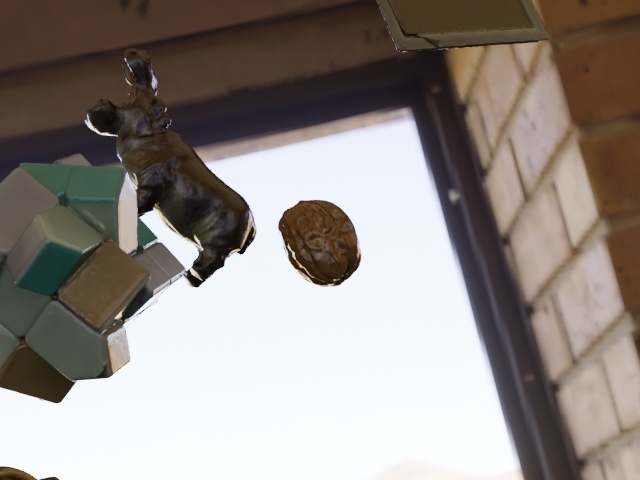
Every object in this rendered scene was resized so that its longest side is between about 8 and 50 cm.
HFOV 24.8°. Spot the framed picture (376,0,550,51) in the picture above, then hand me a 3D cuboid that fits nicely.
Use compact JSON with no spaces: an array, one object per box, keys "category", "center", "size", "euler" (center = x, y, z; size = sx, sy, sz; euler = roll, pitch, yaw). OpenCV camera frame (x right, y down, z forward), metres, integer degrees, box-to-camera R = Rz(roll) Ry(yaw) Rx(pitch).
[{"category":"framed picture","center":[0.111,-0.318,1.529],"size":[0.216,0.273,0.016],"euler":[-8,-20,-37]}]

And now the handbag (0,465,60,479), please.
[{"category":"handbag","center":[-0.379,0.316,1.269],"size":[0.133,0.283,0.401],"euler":[25,2,33]}]

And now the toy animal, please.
[{"category":"toy animal","center":[-0.229,-0.101,2.078],"size":[0.168,0.343,0.106],"euler":[-34,4,-23]}]

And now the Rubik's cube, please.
[{"category":"Rubik's cube","center":[-0.268,0.042,1.477],"size":[0.265,0.224,0.213],"euler":[-45,-2,16]}]

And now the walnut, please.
[{"category":"walnut","center":[0.000,0.000,1.483],"size":[0.082,0.096,0.079],"euler":[-35,-17,24]}]
